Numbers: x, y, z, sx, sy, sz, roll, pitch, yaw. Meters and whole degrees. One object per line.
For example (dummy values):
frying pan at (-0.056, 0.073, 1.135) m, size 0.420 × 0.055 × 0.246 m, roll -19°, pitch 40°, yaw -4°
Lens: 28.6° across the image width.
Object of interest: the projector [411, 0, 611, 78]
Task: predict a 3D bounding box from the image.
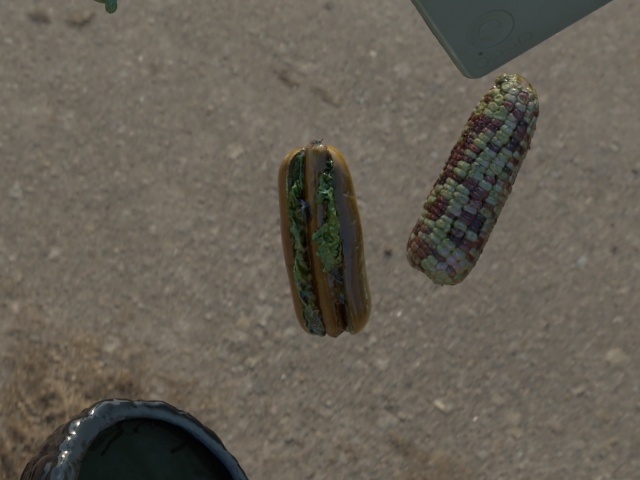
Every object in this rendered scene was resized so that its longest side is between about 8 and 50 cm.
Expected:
projector at (0.185, -0.275, 1.047) m, size 0.257 × 0.192 × 0.099 m, roll -30°, pitch 52°, yaw 14°

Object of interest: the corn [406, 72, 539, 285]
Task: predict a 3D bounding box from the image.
corn at (0.176, -0.068, 1.407) m, size 0.086 × 0.086 × 0.253 m, roll 27°, pitch 93°, yaw 0°

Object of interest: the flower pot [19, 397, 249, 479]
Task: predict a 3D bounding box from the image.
flower pot at (-0.231, 0.336, 1.302) m, size 0.266 × 0.267 × 0.266 m, roll 31°, pitch 36°, yaw -26°

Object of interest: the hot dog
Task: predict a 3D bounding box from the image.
hot dog at (0.000, 0.000, 1.985) m, size 0.135 × 0.337 × 0.100 m, roll 0°, pitch 21°, yaw 20°

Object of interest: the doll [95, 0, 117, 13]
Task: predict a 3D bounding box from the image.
doll at (-0.247, -0.342, 1.444) m, size 0.077 × 0.150 × 0.115 m, roll -14°, pitch 43°, yaw -16°
